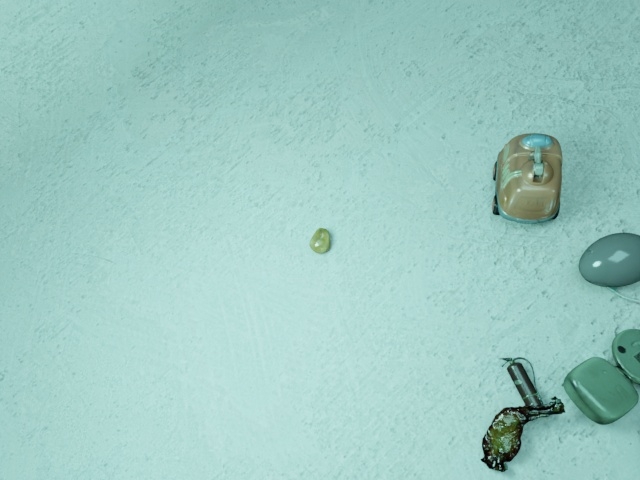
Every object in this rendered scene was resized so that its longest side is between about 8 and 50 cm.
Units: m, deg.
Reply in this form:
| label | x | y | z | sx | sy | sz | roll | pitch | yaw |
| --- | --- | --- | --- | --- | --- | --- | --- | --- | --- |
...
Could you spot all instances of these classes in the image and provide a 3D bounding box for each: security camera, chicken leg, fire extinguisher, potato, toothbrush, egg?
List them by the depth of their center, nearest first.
| label | x | y | z | sx | sy | sz | roll | pitch | yaw |
| --- | --- | --- | --- | --- | --- | --- | --- | --- | --- |
| chicken leg | 0.499 | 0.473 | 1.141 | 0.253 | 0.051 | 0.106 | -46 | 57 | 6 |
| security camera | 0.776 | 0.346 | 1.162 | 0.301 | 0.080 | 0.157 | -27 | 59 | -14 |
| fire extinguisher | 0.546 | 0.375 | 1.203 | 0.078 | 0.045 | 0.157 | -42 | 54 | 34 |
| toothbrush | 0.898 | 0.182 | 1.251 | 0.204 | 0.017 | 0.022 | 35 | 94 | 25 |
| egg | 0.825 | 0.056 | 1.255 | 0.198 | 0.146 | 0.146 | -24 | 61 | 7 |
| potato | 0.000 | 0.000 | 1.499 | 0.068 | 0.062 | 0.083 | 13 | 95 | -12 |

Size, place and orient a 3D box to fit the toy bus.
| label | x | y | z | sx | sy | sz | roll | pitch | yaw |
| --- | --- | --- | --- | --- | --- | --- | --- | --- | --- |
| toy bus | 0.639 | -0.201 | 1.380 | 0.194 | 0.232 | 0.288 | 5 | 66 | 17 |
